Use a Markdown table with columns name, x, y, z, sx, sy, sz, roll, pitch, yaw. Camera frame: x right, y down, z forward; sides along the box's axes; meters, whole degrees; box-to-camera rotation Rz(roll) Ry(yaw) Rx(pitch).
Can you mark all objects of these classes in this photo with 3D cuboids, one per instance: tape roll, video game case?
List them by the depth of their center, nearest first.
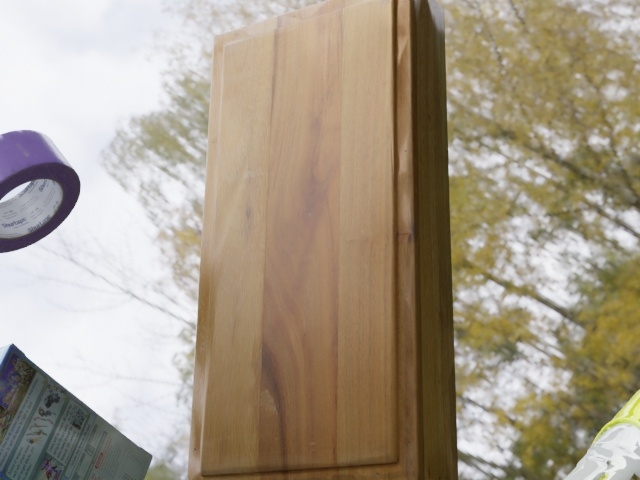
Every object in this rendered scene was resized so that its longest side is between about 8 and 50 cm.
| name | x | y | z | sx | sy | sz | roll | pitch | yaw |
| --- | --- | --- | --- | --- | --- | --- | --- | --- | --- |
| video game case | -0.334 | 0.296 | 1.220 | 0.244 | 0.061 | 0.269 | 48 | -141 | -29 |
| tape roll | -0.469 | -0.074 | 1.642 | 0.189 | 0.080 | 0.189 | -33 | -24 | -17 |

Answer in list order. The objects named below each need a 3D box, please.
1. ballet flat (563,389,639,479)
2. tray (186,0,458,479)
| name | x | y | z | sx | sy | sz | roll | pitch | yaw |
| --- | --- | --- | --- | --- | --- | --- | --- | --- | --- |
| ballet flat | 0.148 | 0.167 | 0.553 | 0.077 | 0.077 | 0.231 | 22 | -101 | -20 |
| tray | 0.000 | 0.000 | 0.877 | 0.076 | 0.203 | 0.411 | 29 | -124 | -54 |
